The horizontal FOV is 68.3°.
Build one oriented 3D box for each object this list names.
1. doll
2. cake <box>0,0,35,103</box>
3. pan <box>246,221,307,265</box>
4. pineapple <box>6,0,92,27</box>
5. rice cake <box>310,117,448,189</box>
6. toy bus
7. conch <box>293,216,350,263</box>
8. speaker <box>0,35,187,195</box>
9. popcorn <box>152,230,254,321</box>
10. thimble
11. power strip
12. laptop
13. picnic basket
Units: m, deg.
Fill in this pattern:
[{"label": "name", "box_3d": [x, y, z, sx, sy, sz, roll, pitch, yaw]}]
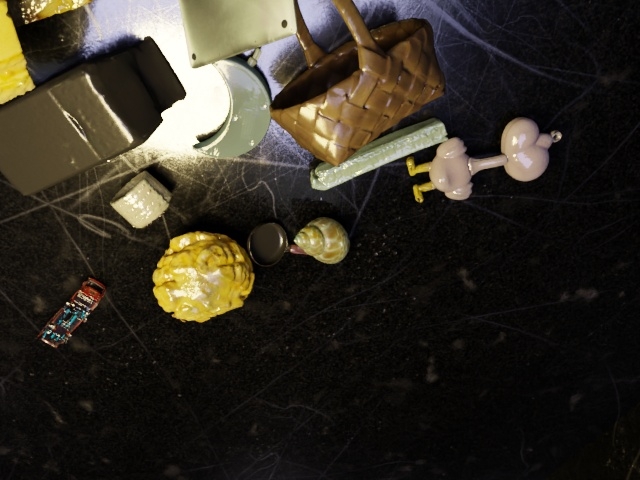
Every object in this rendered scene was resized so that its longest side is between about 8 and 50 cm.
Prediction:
[{"label": "doll", "box_3d": [0.397, -0.191, 1.134, 0.364, 0.094, 0.160, -18, 113, 4]}, {"label": "cake", "box_3d": [-0.625, -0.352, 0.720, 0.227, 0.222, 0.286, 50, 152, 6]}, {"label": "pan", "box_3d": [-0.097, 0.015, 1.241, 0.211, 0.040, 0.115, 9, 96, -32]}, {"label": "pineapple", "box_3d": [-0.529, -0.475, 0.841, 0.236, 0.115, 0.186, 29, 115, -26]}, {"label": "rice cake", "box_3d": [0.130, -0.201, 1.114, 0.335, 0.066, 0.063, -19, 115, 8]}, {"label": "toy bus", "box_3d": [-0.668, 0.195, 1.269, 0.234, 0.096, 0.073, -41, 117, 20]}, {"label": "conch", "box_3d": [0.015, 0.003, 1.215, 0.116, 0.106, 0.173, -21, 131, 14]}, {"label": "speaker", "box_3d": [-0.498, -0.257, 0.984, 0.387, 0.184, 0.180, -17, 122, 18]}, {"label": "popcorn", "box_3d": [-0.295, 0.087, 1.176, 0.249, 0.190, 0.251, -8, 108, -25]}, {"label": "thimble", "box_3d": [-0.417, -0.094, 1.104, 0.115, 0.102, 0.090, -27, 123, 20]}, {"label": "power strip", "box_3d": [-0.186, -0.296, 1.028, 0.167, 0.054, 0.254, 10, 122, -15]}, {"label": "laptop", "box_3d": [-0.158, -0.429, 0.841, 0.268, 0.015, 0.188, -2, 100, 34]}, {"label": "picnic basket", "box_3d": [0.031, -0.351, 0.878, 0.336, 0.293, 0.338, -8, 112, -20]}]
